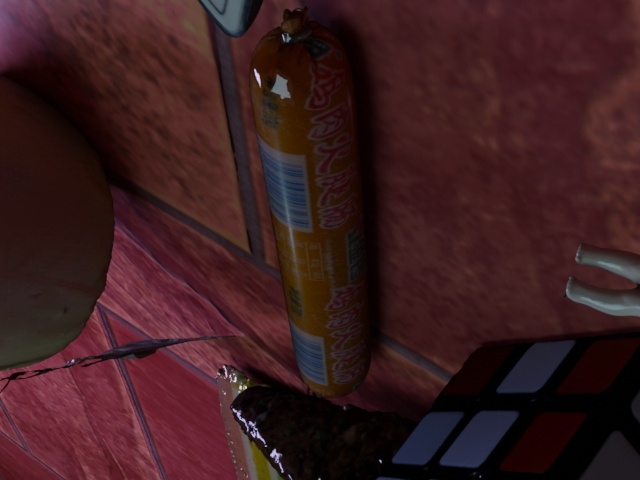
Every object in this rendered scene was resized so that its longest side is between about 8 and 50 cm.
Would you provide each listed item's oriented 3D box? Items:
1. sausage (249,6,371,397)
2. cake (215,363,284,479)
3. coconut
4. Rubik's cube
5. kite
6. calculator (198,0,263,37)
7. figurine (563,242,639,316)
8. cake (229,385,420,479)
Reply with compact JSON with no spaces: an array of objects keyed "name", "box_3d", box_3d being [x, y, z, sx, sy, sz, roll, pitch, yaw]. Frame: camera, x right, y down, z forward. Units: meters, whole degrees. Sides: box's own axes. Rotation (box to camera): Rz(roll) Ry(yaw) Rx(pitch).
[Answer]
[{"name":"sausage","box_3d":[0.000,0.000,0.691,0.053,0.053,0.348,30,151,24]},{"name":"cake","box_3d":[-0.025,0.212,1.012,0.109,0.090,0.225,18,145,46]},{"name":"coconut","box_3d":[-0.286,-0.015,0.832,0.239,0.239,0.244,28,-173,27]},{"name":"Rubik's cube","box_3d":[0.131,0.161,0.635,0.160,0.163,0.162,49,155,-14]},{"name":"kite","box_3d":[-0.171,0.091,0.915,0.127,0.229,0.016,-12,90,39]},{"name":"calculator","box_3d":[-0.088,-0.215,0.500,0.177,0.040,0.268,30,151,22]},{"name":"figurine","box_3d":[0.160,0.027,0.513,0.109,0.064,0.047,17,171,16]},{"name":"cake","box_3d":[0.020,0.191,0.821,0.246,0.135,0.112,7,139,34]}]
